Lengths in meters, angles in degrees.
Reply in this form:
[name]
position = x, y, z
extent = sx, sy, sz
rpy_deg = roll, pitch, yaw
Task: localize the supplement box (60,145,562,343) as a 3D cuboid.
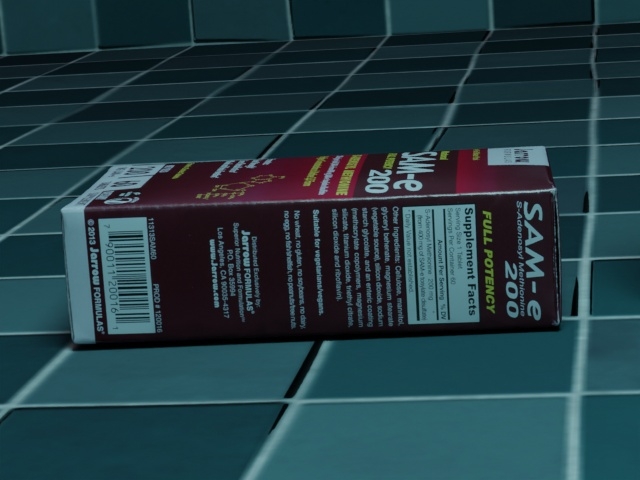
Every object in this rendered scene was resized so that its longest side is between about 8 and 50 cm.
[supplement box]
position = 0.000, 0.000, 0.929
extent = 0.239, 0.073, 0.130
rpy_deg = -2, 12, 5
